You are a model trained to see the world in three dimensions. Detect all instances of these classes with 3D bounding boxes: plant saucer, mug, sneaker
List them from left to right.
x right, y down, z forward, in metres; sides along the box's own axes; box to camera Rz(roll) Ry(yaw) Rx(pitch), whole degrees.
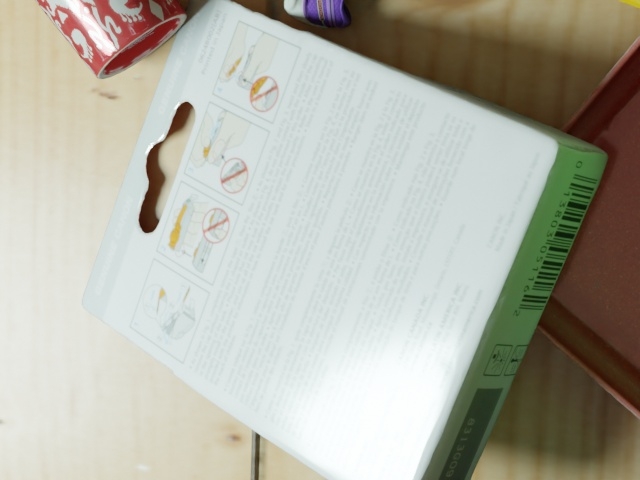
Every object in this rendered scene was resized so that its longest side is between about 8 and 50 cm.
[{"bbox_3d":[-0.181,-0.237,1.158,0.150,0.113,0.169,-35,89,17],"label":"mug"},{"bbox_3d":[0.027,-0.251,1.134,0.071,0.068,0.170,19,109,-3],"label":"sneaker"},{"bbox_3d":[0.284,-0.001,1.088,0.259,0.048,0.258,41,104,7],"label":"plant saucer"}]

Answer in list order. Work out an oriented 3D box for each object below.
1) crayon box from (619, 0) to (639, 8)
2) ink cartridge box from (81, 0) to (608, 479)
[{"bbox_3d":[0.235,-0.276,1.002,0.323,0.083,0.203,26,127,18],"label":"crayon box"},{"bbox_3d":[0.000,0.000,1.140,0.385,0.091,0.308,29,103,35],"label":"ink cartridge box"}]
